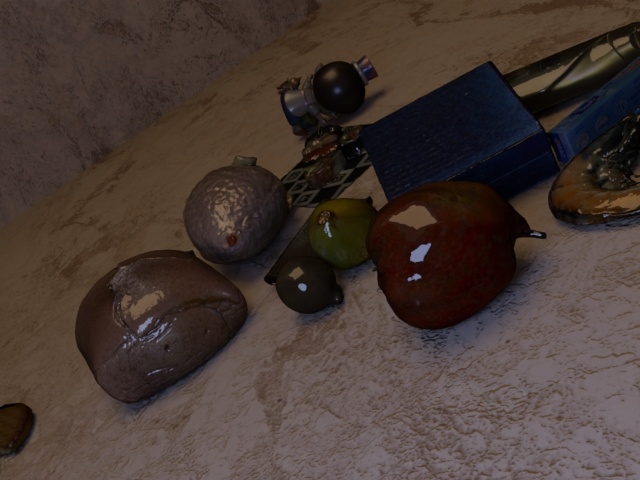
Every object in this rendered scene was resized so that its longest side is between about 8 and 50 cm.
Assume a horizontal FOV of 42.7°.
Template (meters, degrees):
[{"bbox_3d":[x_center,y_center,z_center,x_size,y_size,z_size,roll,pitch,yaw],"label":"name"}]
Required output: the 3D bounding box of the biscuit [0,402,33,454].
[{"bbox_3d":[-0.655,0.396,1.639,0.176,0.031,0.228,-41,27,-17],"label":"biscuit"}]

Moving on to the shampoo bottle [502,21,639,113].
[{"bbox_3d":[0.452,-0.311,1.569,0.350,0.084,0.125,-20,33,25],"label":"shampoo bottle"}]

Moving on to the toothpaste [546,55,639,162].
[{"bbox_3d":[0.498,-0.232,1.381,0.272,0.066,0.053,-39,24,-14],"label":"toothpaste"}]

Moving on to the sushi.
[{"bbox_3d":[0.015,-0.211,1.933,0.339,0.068,0.320,-44,26,-23],"label":"sushi"}]

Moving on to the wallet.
[{"bbox_3d":[0.000,0.000,1.588,0.133,0.039,0.243,-3,36,37],"label":"wallet"}]

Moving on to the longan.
[{"bbox_3d":[-0.016,0.078,1.394,0.119,0.106,0.106,18,42,10],"label":"longan"}]

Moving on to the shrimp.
[{"bbox_3d":[0.475,-0.122,1.211,0.290,0.054,0.222,-44,25,-17],"label":"shrimp"}]

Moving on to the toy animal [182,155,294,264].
[{"bbox_3d":[-0.179,-0.064,1.744,0.226,0.188,0.358,-37,24,3],"label":"toy animal"}]

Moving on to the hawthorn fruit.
[{"bbox_3d":[0.192,0.014,1.157,0.248,0.208,0.208,-13,26,3],"label":"hawthorn fruit"}]

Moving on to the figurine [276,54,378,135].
[{"bbox_3d":[0.026,-0.392,2.179,0.275,0.161,0.158,-19,-9,24],"label":"figurine"}]

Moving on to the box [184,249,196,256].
[{"bbox_3d":[-0.316,0.061,1.836,0.085,0.060,0.063,-11,23,41],"label":"box"}]

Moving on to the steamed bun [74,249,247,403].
[{"bbox_3d":[-0.312,0.133,1.510,0.301,0.199,0.251,-37,24,-13],"label":"steamed bun"}]

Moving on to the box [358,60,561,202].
[{"bbox_3d":[0.237,-0.159,1.449,0.279,0.116,0.261,-29,37,10],"label":"box"}]

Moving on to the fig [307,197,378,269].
[{"bbox_3d":[0.043,-0.014,1.460,0.136,0.120,0.153,1,22,22],"label":"fig"}]
